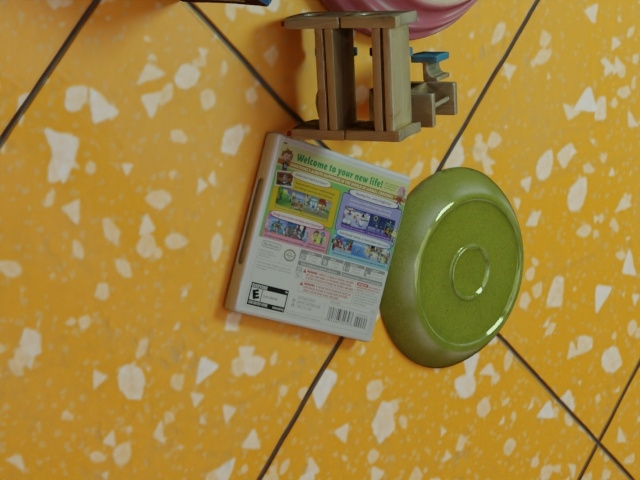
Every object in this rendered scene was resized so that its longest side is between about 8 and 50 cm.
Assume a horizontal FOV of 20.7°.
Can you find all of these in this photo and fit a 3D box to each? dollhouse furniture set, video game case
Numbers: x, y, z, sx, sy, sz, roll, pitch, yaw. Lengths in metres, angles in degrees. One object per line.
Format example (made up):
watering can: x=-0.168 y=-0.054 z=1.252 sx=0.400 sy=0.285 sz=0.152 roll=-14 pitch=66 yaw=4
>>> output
dollhouse furniture set: x=0.055 y=-0.184 z=1.871 sx=0.184 sy=0.129 sz=0.129 roll=-30 pitch=120 yaw=-63
video game case: x=0.000 y=0.000 z=1.904 sx=0.212 sy=0.023 sz=0.193 roll=16 pitch=88 yaw=-43

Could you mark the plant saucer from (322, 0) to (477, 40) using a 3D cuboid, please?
plant saucer: x=0.110 y=-0.380 z=1.890 sx=0.332 sy=0.084 sz=0.332 roll=-11 pitch=107 yaw=-42

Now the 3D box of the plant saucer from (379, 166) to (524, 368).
plant saucer: x=0.165 y=0.035 z=2.057 sx=0.241 sy=0.037 sz=0.241 roll=-11 pitch=107 yaw=-42

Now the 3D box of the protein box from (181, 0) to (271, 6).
protein box: x=-0.122 y=-0.352 z=1.639 sx=0.201 sy=0.136 sz=0.200 roll=29 pitch=78 yaw=-43
